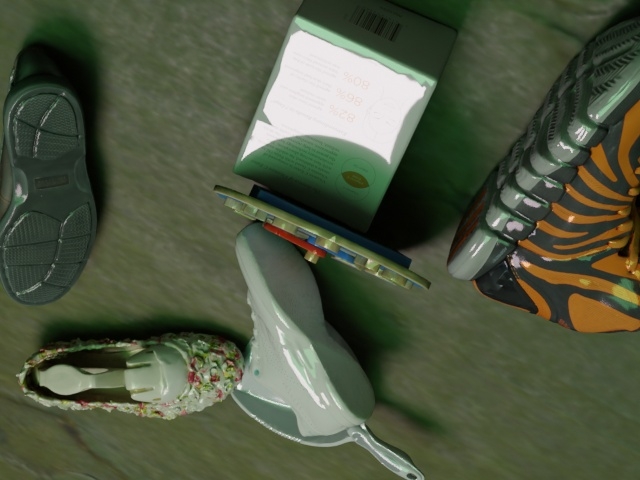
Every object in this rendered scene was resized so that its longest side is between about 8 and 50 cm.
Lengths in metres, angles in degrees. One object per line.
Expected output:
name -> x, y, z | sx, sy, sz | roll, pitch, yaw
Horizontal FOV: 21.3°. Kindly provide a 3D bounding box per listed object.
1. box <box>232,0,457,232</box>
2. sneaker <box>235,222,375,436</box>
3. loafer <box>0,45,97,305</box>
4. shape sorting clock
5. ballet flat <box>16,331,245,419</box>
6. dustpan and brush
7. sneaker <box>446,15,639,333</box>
box -> 0.020, -0.116, 1.441 | 0.130, 0.091, 0.170 | 25, 127, 0
sneaker -> -0.039, 0.090, 1.586 | 0.094, 0.080, 0.212 | -26, 92, 35
loafer -> -0.260, -0.059, 1.597 | 0.096, 0.084, 0.268 | -4, 132, -17
shape sorting clock -> 0.000, 0.000, 1.479 | 0.206, 0.206, 0.040 | 25, 92, 1
ballet flat -> -0.194, 0.137, 1.685 | 0.241, 0.077, 0.091 | -7, 88, 22
dustpan and brush -> 0.016, 0.163, 1.652 | 0.211, 0.060, 0.147 | 31, 127, -4
sneaker -> 0.251, -0.042, 1.410 | 0.180, 0.125, 0.321 | 28, 138, -6
